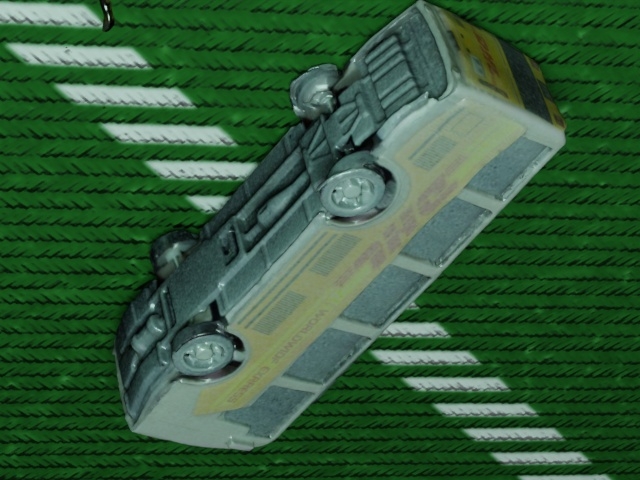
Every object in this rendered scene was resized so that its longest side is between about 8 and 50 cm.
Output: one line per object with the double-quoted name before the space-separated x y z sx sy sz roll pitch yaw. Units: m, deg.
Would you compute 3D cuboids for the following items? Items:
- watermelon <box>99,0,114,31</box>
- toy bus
"watermelon" -0.202 -0.213 0.801 0.232 0.127 0.204 5 139 -10
"toy bus" 0.000 0.000 1.074 0.138 0.097 0.342 18 127 -34
